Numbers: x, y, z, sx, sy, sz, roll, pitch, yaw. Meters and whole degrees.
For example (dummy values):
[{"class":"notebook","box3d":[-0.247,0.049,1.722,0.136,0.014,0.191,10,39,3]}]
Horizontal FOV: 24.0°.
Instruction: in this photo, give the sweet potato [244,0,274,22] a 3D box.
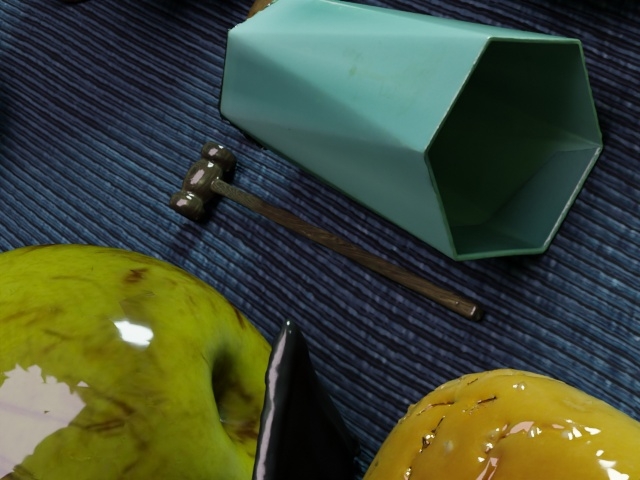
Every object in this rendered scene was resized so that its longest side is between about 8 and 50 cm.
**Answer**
[{"class":"sweet potato","box3d":[-0.002,-0.200,1.106,0.065,0.051,0.218,26,82,49]}]

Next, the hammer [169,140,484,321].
[{"class":"hammer","box3d":[0.000,0.000,1.007,0.292,0.029,0.058,27,85,43]}]

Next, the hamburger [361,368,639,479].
[{"class":"hamburger","box3d":[0.099,0.180,0.718,0.244,0.163,0.244,-21,55,33]}]

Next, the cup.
[{"class":"cup","box3d":[0.043,-0.079,0.949,0.235,0.134,0.148,20,76,48]}]

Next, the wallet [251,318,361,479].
[{"class":"wallet","box3d":[-0.027,0.226,0.760,0.041,0.247,0.323,9,70,11]}]

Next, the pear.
[{"class":"pear","box3d":[-0.142,0.129,0.886,0.283,0.283,0.284,-20,54,30]}]
